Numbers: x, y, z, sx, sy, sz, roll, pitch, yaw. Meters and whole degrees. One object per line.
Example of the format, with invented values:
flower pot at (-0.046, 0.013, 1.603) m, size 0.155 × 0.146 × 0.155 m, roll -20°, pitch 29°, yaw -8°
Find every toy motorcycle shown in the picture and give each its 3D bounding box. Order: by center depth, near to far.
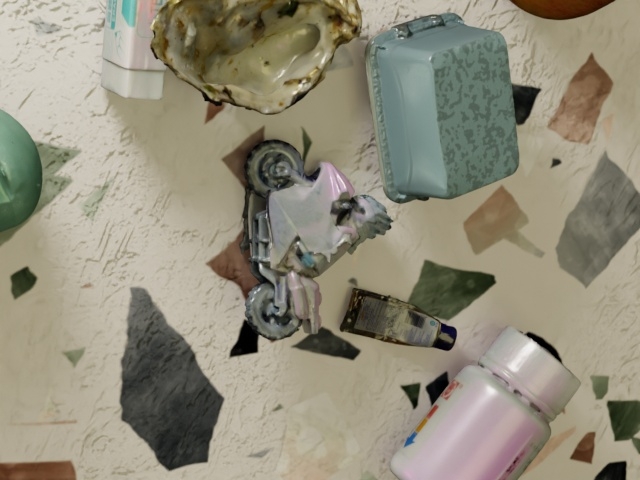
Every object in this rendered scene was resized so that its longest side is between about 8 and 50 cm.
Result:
toy motorcycle at (0.003, 0.000, 1.967) m, size 0.204 × 0.108 × 0.239 m, roll 1°, pitch 104°, yaw -24°

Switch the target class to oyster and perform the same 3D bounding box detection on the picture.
oyster at (-0.086, -0.238, 1.848) m, size 0.294 × 0.094 × 0.166 m, roll 9°, pitch 104°, yaw -42°

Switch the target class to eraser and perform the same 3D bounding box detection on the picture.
eraser at (-0.207, -0.278, 1.804) m, size 0.052 × 0.095 × 0.225 m, roll 0°, pitch 104°, yaw -28°

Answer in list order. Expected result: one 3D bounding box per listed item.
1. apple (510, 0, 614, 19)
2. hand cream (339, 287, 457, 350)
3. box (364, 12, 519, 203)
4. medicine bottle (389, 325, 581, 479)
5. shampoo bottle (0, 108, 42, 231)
apple at (0.300, -0.364, 1.954) m, size 0.196 × 0.196 × 0.196 m, roll -7°, pitch 107°, yaw -22°
hand cream at (0.103, 0.109, 2.087) m, size 0.163 × 0.039 × 0.062 m, roll 18°, pitch 99°, yaw -21°
box at (0.152, -0.161, 1.976) m, size 0.162 × 0.130 × 0.227 m, roll -21°, pitch 113°, yaw -33°
medicine bottle at (0.221, 0.249, 2.112) m, size 0.152 × 0.152 × 0.254 m, roll 42°, pitch 85°, yaw -27°
shampoo bottle at (-0.472, -0.037, 1.726) m, size 0.349 × 0.151 × 0.222 m, roll -22°, pitch 110°, yaw -18°
